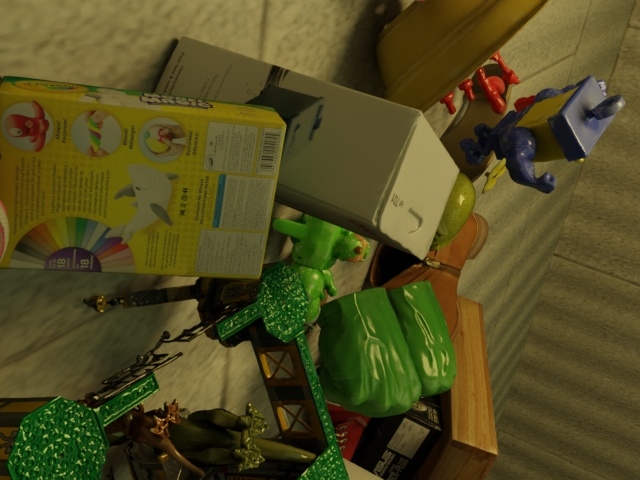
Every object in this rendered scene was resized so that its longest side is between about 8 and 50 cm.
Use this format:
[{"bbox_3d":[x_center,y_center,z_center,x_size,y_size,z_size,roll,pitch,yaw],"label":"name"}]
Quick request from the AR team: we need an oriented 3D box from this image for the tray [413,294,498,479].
[{"bbox_3d":[0.205,0.274,1.212,0.411,0.076,0.203,-73,-178,-64],"label":"tray"}]

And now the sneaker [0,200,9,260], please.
[{"bbox_3d":[-0.218,0.072,0.317,0.252,0.111,0.103,-55,153,-29],"label":"sneaker"}]

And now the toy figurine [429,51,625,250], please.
[{"bbox_3d":[0.252,-0.150,0.918,0.362,0.217,0.191,-43,114,-39],"label":"toy figurine"}]

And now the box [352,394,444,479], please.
[{"bbox_3d":[0.105,0.297,1.119,0.180,0.077,0.147,-62,-177,18],"label":"box"}]

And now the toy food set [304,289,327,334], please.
[{"bbox_3d":[-0.018,0.073,0.856,0.082,0.020,0.083,-51,151,-35],"label":"toy food set"}]

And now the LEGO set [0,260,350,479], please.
[{"bbox_3d":[-0.139,0.162,0.555,0.331,0.192,0.255,-43,116,-50],"label":"LEGO set"}]

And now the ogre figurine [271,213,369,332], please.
[{"bbox_3d":[0.000,0.000,0.754,0.197,0.097,0.118,-54,175,3],"label":"ogre figurine"}]

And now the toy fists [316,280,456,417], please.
[{"bbox_3d":[0.084,0.135,0.912,0.279,0.096,0.142,1,66,-61],"label":"toy fists"}]

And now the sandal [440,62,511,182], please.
[{"bbox_3d":[0.237,-0.149,1.127,0.240,0.088,0.079,-65,151,-20],"label":"sandal"}]

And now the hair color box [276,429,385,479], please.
[{"bbox_3d":[0.048,0.353,0.835,0.185,0.338,0.110,-8,116,-63],"label":"hair color box"}]

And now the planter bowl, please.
[{"bbox_3d":[0.124,-0.213,0.784,0.217,0.090,0.217,-41,-175,5],"label":"planter bowl"}]

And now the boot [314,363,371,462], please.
[{"bbox_3d":[0.014,0.262,1.009,0.176,0.088,0.244,-65,160,-5],"label":"boot"}]

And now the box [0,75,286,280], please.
[{"bbox_3d":[-0.117,-0.033,0.434,0.179,0.043,0.105,3,114,-20],"label":"box"}]

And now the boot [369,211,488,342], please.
[{"bbox_3d":[0.144,0.075,1.107,0.220,0.109,0.283,2,119,-57],"label":"boot"}]

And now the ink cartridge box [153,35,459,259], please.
[{"bbox_3d":[-0.010,-0.064,0.546,0.082,0.190,0.139,-68,157,-3],"label":"ink cartridge box"}]
